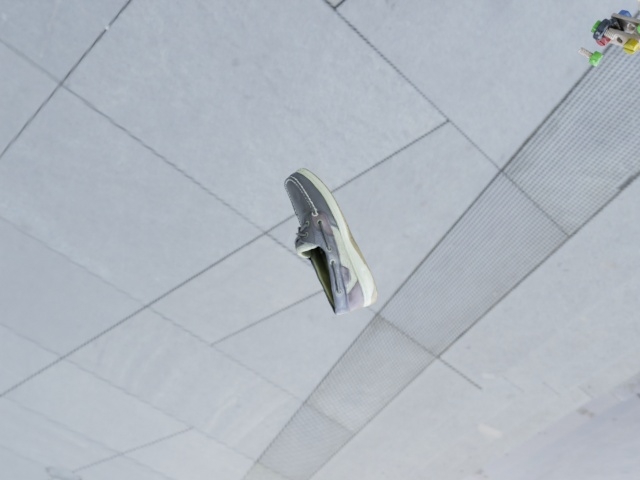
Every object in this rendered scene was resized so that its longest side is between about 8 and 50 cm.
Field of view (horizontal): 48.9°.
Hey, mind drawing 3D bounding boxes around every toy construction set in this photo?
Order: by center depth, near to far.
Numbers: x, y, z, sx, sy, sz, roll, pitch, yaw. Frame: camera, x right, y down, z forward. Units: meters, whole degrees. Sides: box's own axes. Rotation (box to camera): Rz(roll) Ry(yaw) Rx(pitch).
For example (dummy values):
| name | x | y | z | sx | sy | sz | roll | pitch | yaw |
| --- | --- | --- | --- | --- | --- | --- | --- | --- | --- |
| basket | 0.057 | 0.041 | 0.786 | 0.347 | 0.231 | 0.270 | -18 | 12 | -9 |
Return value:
| name | x | y | z | sx | sy | sz | roll | pitch | yaw |
| --- | --- | --- | --- | --- | --- | --- | --- | --- | --- |
| toy construction set | 0.882 | -0.578 | 1.833 | 0.237 | 0.309 | 0.257 | 36 | 139 | 16 |

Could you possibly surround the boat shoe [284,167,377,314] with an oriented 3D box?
| name | x | y | z | sx | sy | sz | roll | pitch | yaw |
| --- | --- | --- | --- | --- | --- | --- | --- | --- | --- |
| boat shoe | 0.000 | 0.001 | 0.991 | 0.223 | 0.073 | 0.080 | 61 | 156 | 12 |
